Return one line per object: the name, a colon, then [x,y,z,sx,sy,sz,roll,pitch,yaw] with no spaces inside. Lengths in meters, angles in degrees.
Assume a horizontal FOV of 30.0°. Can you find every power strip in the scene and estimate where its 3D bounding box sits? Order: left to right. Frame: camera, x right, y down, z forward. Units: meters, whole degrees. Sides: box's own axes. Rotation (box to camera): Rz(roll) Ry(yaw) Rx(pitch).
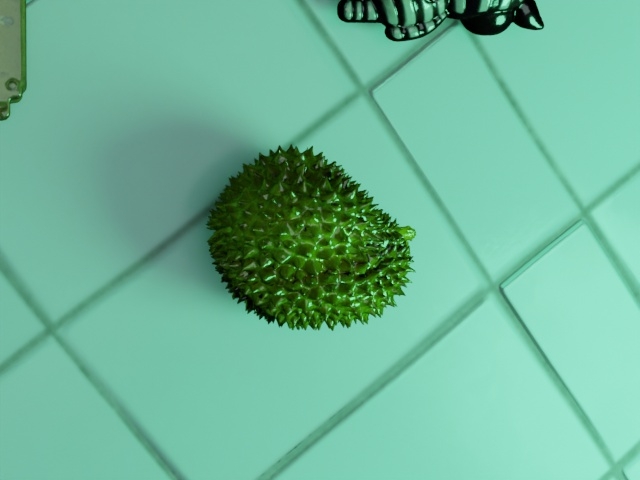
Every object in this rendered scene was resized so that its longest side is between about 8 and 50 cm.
power strip: [-0.286,-0.242,1.025,0.064,0.044,0.305,-1,94,-18]

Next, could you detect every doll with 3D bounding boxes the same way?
doll: [0.122,-0.239,1.151,0.219,0.067,0.091,-4,100,-13]

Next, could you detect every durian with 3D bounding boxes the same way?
durian: [-0.009,0.010,1.086,0.198,0.146,0.159,37,85,-14]
